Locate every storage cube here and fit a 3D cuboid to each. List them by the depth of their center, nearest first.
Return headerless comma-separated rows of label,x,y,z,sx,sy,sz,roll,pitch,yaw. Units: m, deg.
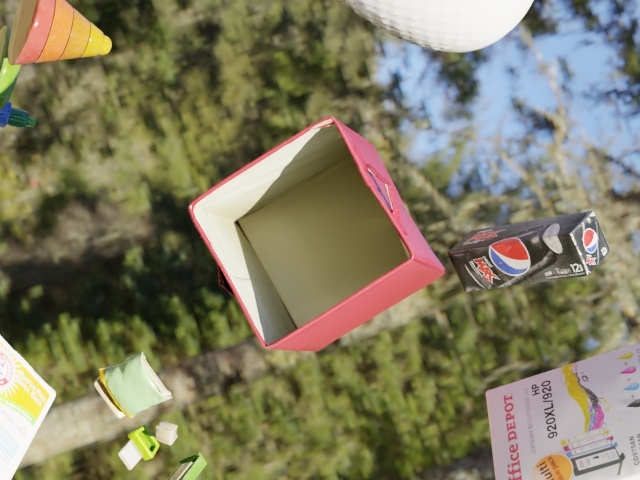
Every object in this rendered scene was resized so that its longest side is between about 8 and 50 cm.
storage cube,0.000,0.000,1.521,0.183,0.215,0.193,60,11,13

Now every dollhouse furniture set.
dollhouse furniture set,-0.190,0.202,1.477,0.151,0.076,0.058,57,36,-11

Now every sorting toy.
sorting toy,-0.396,-0.234,1.930,0.365,0.126,0.127,-35,-134,55

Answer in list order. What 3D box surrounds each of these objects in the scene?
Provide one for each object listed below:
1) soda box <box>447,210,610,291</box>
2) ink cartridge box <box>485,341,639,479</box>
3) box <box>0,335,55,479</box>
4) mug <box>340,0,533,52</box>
soda box,0.226,0.013,1.509,0.169,0.060,0.053,-11,-70,44
ink cartridge box,0.313,0.231,1.431,0.168,0.233,0.171,54,24,-37
box,-0.368,0.198,1.360,0.114,0.103,0.203,54,37,-28
mug,0.161,-0.399,1.747,0.374,0.276,0.328,4,-24,45
